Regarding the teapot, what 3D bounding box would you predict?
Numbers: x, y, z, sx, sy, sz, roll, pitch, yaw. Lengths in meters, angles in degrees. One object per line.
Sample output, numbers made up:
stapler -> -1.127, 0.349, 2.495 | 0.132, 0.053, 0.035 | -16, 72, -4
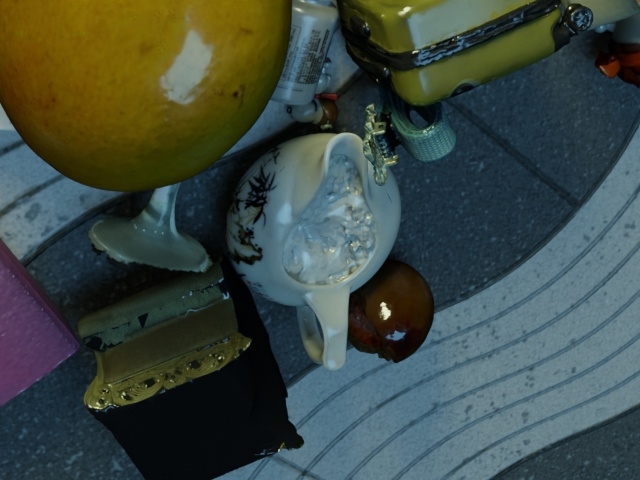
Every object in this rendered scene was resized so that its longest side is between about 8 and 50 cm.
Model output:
teapot -> 0.000, 0.000, 1.678 | 0.208, 0.166, 0.299 | -19, 117, -30

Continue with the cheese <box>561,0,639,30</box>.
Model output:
cheese -> 0.234, -0.393, 1.567 | 0.085, 0.034, 0.400 | -12, 124, 33

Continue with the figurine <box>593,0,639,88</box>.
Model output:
figurine -> 0.428, -0.252, 1.735 | 0.226, 0.183, 0.160 | -28, 120, 7

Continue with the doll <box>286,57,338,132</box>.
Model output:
doll -> -0.001, -0.164, 1.645 | 0.058, 0.040, 0.085 | 15, 112, -22

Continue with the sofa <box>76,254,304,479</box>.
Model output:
sofa -> -0.156, 0.149, 1.693 | 0.200, 0.182, 0.258 | -23, 140, 1

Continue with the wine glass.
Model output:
wine glass -> -0.141, -0.123, 1.539 | 0.143, 0.143, 0.321 | 5, 116, -29

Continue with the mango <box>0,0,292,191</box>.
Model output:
mango -> -0.159, -0.266, 1.326 | 0.232, 0.300, 0.445 | 0, 101, -58

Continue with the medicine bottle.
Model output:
medicine bottle -> -0.027, -0.221, 1.567 | 0.079, 0.079, 0.140 | 4, 117, -29

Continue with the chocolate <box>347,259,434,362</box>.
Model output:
chocolate -> 0.080, 0.092, 1.784 | 0.127, 0.133, 0.124 | -48, 133, 10

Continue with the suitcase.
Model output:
suitcase -> 0.138, -0.255, 1.560 | 0.235, 0.194, 0.143 | -24, 119, -12

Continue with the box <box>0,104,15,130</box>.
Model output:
box -> -0.336, -0.176, 1.457 | 0.129, 0.051, 0.130 | 1, 118, -27

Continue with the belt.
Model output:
belt -> 0.083, -0.142, 1.616 | 0.100, 0.179, 0.065 | -23, 126, 5

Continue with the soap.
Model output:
soap -> -0.396, 0.072, 1.561 | 0.181, 0.081, 0.259 | -34, 129, -4
